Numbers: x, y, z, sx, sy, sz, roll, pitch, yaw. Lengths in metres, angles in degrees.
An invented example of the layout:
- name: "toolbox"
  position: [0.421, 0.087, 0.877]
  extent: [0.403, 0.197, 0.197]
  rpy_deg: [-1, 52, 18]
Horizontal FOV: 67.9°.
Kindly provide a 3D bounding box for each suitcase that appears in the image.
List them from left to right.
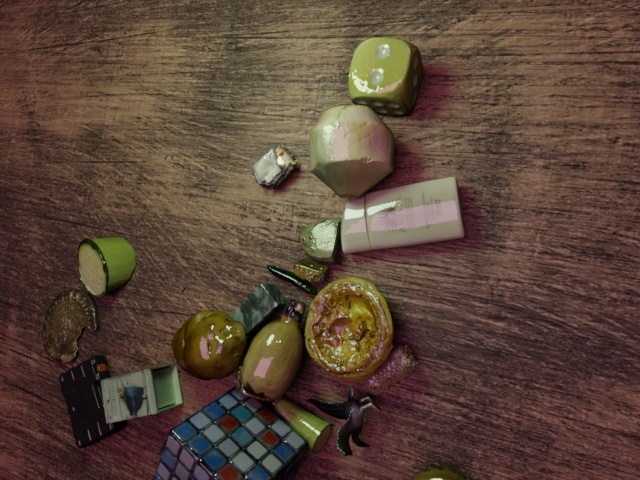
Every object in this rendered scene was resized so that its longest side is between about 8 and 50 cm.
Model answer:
- name: "suitcase"
  position: [-0.836, 0.585, 1.733]
  extent: [0.206, 0.066, 0.285]
  rpy_deg: [-30, 74, 18]

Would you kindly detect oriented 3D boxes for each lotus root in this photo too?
- name: "lotus root"
  position: [-0.127, 0.322, 1.403]
  extent: [0.183, 0.183, 0.309]
  rpy_deg: [19, 76, 23]
- name: "lotus root"
  position: [-0.001, 0.001, 1.440]
  extent: [0.144, 0.070, 0.143]
  rpy_deg: [-3, 83, 23]

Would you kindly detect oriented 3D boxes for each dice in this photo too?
- name: "dice"
  position: [0.187, -0.462, 1.356]
  extent: [0.169, 0.166, 0.169]
  rpy_deg: [13, 90, 24]

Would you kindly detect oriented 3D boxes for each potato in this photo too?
- name: "potato"
  position: [-0.363, 0.324, 1.470]
  extent: [0.369, 0.176, 0.195]
  rpy_deg: [-18, 108, 50]

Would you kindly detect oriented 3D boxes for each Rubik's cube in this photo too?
- name: "Rubik's cube"
  position: [-0.256, 0.641, 1.328]
  extent: [0.293, 0.287, 0.291]
  rpy_deg: [31, 116, 23]

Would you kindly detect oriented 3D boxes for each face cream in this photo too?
- name: "face cream"
  position: [0.220, -0.068, 1.348]
  extent: [0.349, 0.081, 0.173]
  rpy_deg: [-8, 82, 22]

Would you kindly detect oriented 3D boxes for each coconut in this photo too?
- name: "coconut"
  position: [0.083, -0.241, 1.341]
  extent: [0.259, 0.259, 0.259]
  rpy_deg: [-2, 84, 23]

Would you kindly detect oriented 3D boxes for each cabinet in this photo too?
- name: "cabinet"
  position: [-0.597, 0.510, 1.596]
  extent: [0.206, 0.150, 0.145]
  rpy_deg: [-17, 78, 20]

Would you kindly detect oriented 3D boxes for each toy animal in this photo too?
- name: "toy animal"
  position: [0.097, 0.502, 1.310]
  extent: [0.197, 0.272, 0.160]
  rpy_deg: [38, 96, -19]

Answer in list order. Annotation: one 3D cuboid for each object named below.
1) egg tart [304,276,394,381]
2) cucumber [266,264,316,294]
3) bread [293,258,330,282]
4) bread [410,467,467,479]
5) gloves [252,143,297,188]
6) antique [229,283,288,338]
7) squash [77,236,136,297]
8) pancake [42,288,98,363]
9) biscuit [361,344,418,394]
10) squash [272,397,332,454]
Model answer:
- name: "egg tart"
  position: [0.088, 0.249, 1.351]
  extent: [0.290, 0.115, 0.290]
  rpy_deg: [-7, 75, 30]
- name: "cucumber"
  position: [-0.089, 0.120, 1.487]
  extent: [0.184, 0.033, 0.036]
  rpy_deg: [27, 70, 22]
- name: "bread"
  position: [-0.032, 0.093, 1.450]
  extent: [0.110, 0.060, 0.066]
  rpy_deg: [17, 76, 22]
- name: "bread"
  position: [0.308, 0.692, 1.223]
  extent: [0.214, 0.105, 0.213]
  rpy_deg: [-2, 85, 26]
- name: "gloves"
  position: [-0.149, -0.229, 1.527]
  extent: [0.153, 0.070, 0.114]
  rpy_deg: [-37, 80, 22]
- name: "antique"
  position: [-0.201, 0.227, 1.492]
  extent: [0.183, 0.086, 0.088]
  rpy_deg: [-44, 70, 13]
- name: "squash"
  position: [-0.803, 0.094, 1.765]
  extent: [0.220, 0.133, 0.220]
  rpy_deg: [5, 100, 32]
- name: "pancake"
  position: [-0.964, 0.330, 1.833]
  extent: [0.286, 0.033, 0.288]
  rpy_deg: [-1, 85, 21]
- name: "biscuit"
  position: [0.189, 0.363, 1.327]
  extent: [0.168, 0.070, 0.082]
  rpy_deg: [-37, 65, 19]
- name: "squash"
  position: [-0.072, 0.522, 1.416]
  extent: [0.224, 0.094, 0.094]
  rpy_deg: [32, 97, 28]
